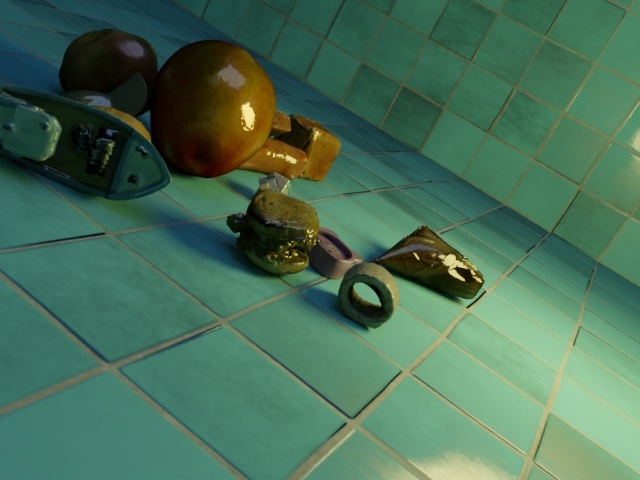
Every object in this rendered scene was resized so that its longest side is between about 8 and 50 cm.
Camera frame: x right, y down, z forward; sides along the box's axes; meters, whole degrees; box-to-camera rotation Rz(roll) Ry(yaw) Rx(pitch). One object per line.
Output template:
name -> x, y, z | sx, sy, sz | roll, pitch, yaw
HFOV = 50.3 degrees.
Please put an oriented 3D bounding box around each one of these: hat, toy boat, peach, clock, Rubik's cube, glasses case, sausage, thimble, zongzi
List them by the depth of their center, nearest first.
toy boat -> -0.415, -0.161, 1.177 | 0.331, 0.145, 0.133 | 20, 9, -10
thimble -> 0.092, 0.101, 1.301 | 0.115, 0.102, 0.090 | 57, 17, -7
hat -> -0.475, -0.308, 1.460 | 0.144, 0.173, 0.166 | 22, 17, -41
clock -> 0.012, 0.023, 1.463 | 0.110, 0.050, 0.152 | 8, 28, -46
peach -> -0.248, -0.288, 1.547 | 0.307, 0.308, 0.332 | 23, 53, -16
Rubik's cube -> -0.118, -0.121, 1.614 | 0.073, 0.075, 0.084 | 33, 58, 13
zongzi -> 0.266, 0.072, 1.619 | 0.221, 0.112, 0.242 | 36, 28, 19
peach -> -0.501, -0.397, 1.628 | 0.235, 0.214, 0.214 | 3, 23, -6
sausage -> -0.147, -0.221, 1.804 | 0.270, 0.109, 0.109 | 8, 28, -45
glasses case -> -0.186, -0.298, 1.824 | 0.218, 0.049, 0.075 | -8, -7, 39

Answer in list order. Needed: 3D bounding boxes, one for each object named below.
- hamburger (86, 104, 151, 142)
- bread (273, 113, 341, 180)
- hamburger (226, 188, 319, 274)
hamburger -> -0.412, -0.192, 1.321 | 0.162, 0.115, 0.162 | 23, 18, -8
bread -> -0.046, -0.273, 1.995 | 0.149, 0.158, 0.143 | 36, 21, 33
hamburger -> -0.093, -0.009, 1.296 | 0.185, 0.131, 0.159 | 20, 28, -4
